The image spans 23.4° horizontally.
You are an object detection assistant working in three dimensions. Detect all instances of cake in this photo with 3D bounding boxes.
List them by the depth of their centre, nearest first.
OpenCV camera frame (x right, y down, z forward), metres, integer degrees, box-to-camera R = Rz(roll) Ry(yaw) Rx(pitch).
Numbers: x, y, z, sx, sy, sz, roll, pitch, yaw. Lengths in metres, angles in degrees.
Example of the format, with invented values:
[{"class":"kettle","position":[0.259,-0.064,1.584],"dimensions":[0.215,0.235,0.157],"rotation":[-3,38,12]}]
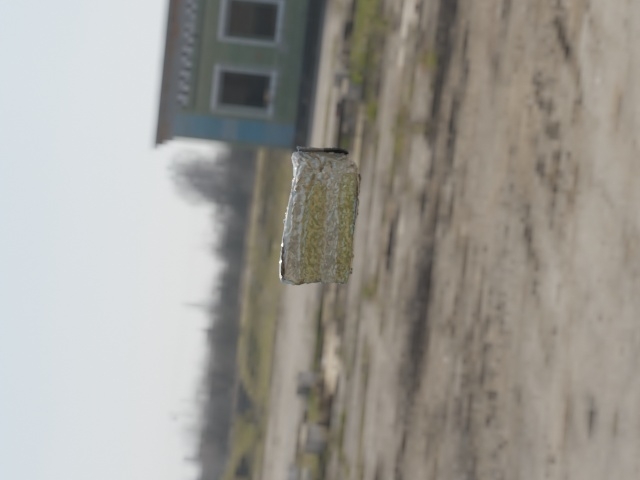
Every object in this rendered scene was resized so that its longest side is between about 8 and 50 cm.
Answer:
[{"class":"cake","position":[0.000,0.000,1.011],"dimensions":[0.121,0.052,0.065],"rotation":[-85,3,-49]}]
